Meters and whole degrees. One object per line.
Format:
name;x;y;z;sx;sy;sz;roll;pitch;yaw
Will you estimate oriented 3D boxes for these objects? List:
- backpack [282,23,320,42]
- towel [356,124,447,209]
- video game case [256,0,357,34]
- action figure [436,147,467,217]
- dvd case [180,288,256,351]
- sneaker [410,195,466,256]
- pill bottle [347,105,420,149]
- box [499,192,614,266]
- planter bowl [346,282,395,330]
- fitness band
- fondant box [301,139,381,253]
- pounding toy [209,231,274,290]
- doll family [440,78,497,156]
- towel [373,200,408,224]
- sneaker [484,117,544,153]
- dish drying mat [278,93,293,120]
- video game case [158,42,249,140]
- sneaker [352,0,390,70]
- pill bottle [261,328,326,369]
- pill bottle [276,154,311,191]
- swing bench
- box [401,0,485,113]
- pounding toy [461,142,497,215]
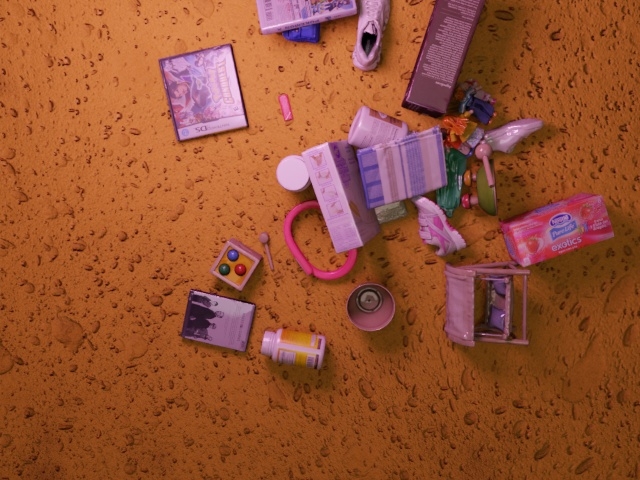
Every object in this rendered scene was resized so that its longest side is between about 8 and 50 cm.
backpack;-0.064;-0.685;1.762;0.120;0.101;0.098;7;110;5
towel;0.262;-0.228;1.747;0.284;0.034;0.209;-17;116;-6
video game case;-0.062;-0.818;1.721;0.299;0.036;0.329;-11;75;4
action figure;0.425;-0.190;1.837;0.137;0.063;0.233;-2;94;1
dvd case;-0.362;0.283;1.958;0.238;0.029;0.180;13;99;0
sneaker;0.372;-0.045;1.841;0.111;0.103;0.252;-38;94;6
pill bottle;0.215;-0.334;1.786;0.229;0.131;0.131;19;99;-10
box;0.762;-0.038;1.802;0.299;0.154;0.142;-20;97;6
planter bowl;0.168;0.213;1.885;0.161;0.109;0.162;0;99;2
fitness band;0.000;0.000;1.893;0.209;0.054;0.291;-33;97;4
fondant box;0.074;-0.147;1.759;0.096;0.238;0.331;-19;95;23
pounding toy;-0.244;0.063;1.887;0.181;0.094;0.206;32;99;-2
doll family;0.467;-0.400;1.743;0.163;0.118;0.263;26;85;-17
towel;0.216;-0.110;1.876;0.148;0.027;0.110;-17;98;5
sneaker;0.626;-0.334;1.811;0.212;0.080;0.094;-16;109;12
dish drying mat;-0.116;-0.445;1.850;0.032;0.008;0.083;-13;98;5
video game case;-0.387;-0.490;1.842;0.248;0.035;0.275;-11;98;4
sneaker;0.163;-0.695;1.748;0.109;0.118;0.293;4;97;4
pill bottle;-0.093;0.373;1.915;0.214;0.117;0.117;10;99;1
pill bottle;-0.079;-0.216;1.781;0.119;0.208;0.119;0;98;3
swing bench;0.547;0.208;1.841;0.254;0.165;0.254;-2;99;3
box;0.378;-0.588;1.718;0.143;0.191;0.382;17;98;1
pounding toy;0.503;-0.179;1.768;0.110;0.237;0.183;-5;61;19
